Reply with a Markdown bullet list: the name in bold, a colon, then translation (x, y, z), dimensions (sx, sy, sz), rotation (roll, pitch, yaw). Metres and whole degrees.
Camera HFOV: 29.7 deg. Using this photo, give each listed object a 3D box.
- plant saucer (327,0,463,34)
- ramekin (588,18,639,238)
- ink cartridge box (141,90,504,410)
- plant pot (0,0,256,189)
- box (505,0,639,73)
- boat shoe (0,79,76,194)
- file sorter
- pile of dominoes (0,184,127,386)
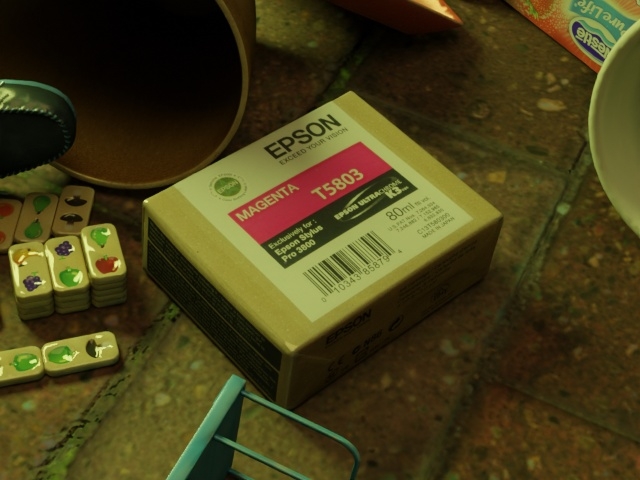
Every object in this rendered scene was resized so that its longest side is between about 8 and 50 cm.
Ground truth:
- **plant saucer**: translation (-0.008, -0.309, 1.224), dimensions (0.259, 0.047, 0.258), rotation (11, 35, -48)
- **ramekin**: translation (0.381, -0.102, 1.014), dimensions (0.277, 0.277, 0.135), rotation (31, 45, 19)
- **ink cartridge box**: translation (0.000, 0.000, 0.995), dimensions (0.235, 0.088, 0.193), rotation (-32, 60, -29)
- **plant pot**: translation (-0.152, -0.212, 1.093), dimensions (0.237, 0.237, 0.254), rotation (12, 35, 4)
- **box**: translation (0.342, -0.251, 1.221), dimensions (0.154, 0.142, 0.300), rotation (-28, 58, -28)
- **boat shoe**: translation (-0.329, -0.061, 1.003), dimensions (0.258, 0.109, 0.089), rotation (-14, 36, 7)
- **file sorter**: translation (-0.057, 0.202, 0.791), dimensions (0.105, 0.118, 0.170), rotation (24, 50, 9)
- **pile of dominoes**: translation (-0.285, 0.031, 0.965), dimensions (0.251, 0.040, 0.196), rotation (-10, 51, -16)
